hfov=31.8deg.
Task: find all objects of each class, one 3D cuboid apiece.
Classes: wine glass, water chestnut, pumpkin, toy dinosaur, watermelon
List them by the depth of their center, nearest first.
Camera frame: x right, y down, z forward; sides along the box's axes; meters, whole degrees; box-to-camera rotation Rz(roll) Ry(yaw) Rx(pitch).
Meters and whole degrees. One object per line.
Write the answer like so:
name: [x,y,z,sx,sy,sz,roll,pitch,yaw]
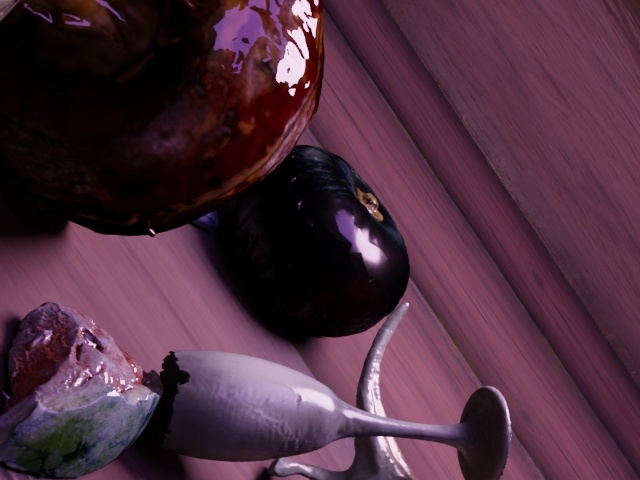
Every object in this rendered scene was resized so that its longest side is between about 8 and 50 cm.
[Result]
watermelon: [-0.190,0.104,0.874,0.139,0.071,0.187,58,21,15]
water chestnut: [-0.169,-0.175,0.941,0.347,0.335,0.335,56,13,-57]
wine glass: [0.011,0.232,0.955,0.309,0.096,0.264,10,60,-19]
toy dinosaur: [0.036,0.238,1.068,0.205,0.092,0.393,21,52,-6]
pumpkin: [0.000,0.000,1.307,0.233,0.163,0.233,48,20,-24]

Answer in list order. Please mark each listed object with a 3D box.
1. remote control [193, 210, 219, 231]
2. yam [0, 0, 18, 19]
remote control: [-0.162,-0.051,1.211,0.152,0.027,0.043,29,30,-55]
yam: [-0.311,-0.166,0.623,0.241,0.348,0.241,39,33,-32]
